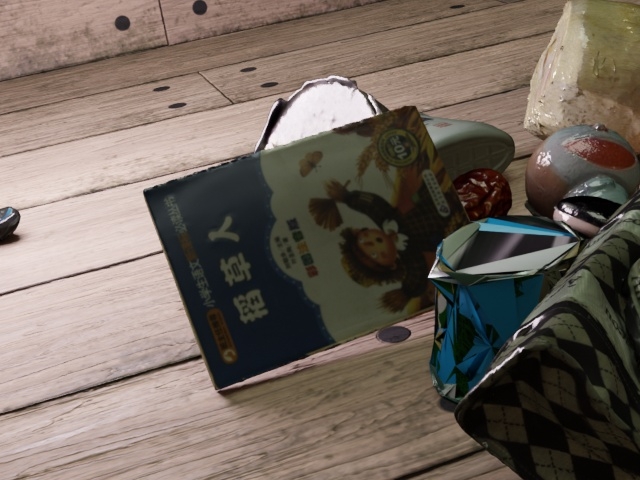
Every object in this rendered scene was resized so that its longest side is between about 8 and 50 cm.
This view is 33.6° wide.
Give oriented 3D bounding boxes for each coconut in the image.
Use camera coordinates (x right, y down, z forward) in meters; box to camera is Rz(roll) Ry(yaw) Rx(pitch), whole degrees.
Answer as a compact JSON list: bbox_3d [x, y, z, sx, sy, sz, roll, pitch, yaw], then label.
[{"bbox_3d":[0.532,-0.292,1.945,0.254,0.297,0.297,19,26,-1],"label":"coconut"}]

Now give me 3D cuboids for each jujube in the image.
[{"bbox_3d":[0.233,-0.048,1.714,0.176,0.112,0.109,-32,33,-35],"label":"jujube"}]

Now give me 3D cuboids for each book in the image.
[{"bbox_3d":[0.000,0.000,1.486,0.428,0.300,0.039,-20,-13,-15],"label":"book"}]

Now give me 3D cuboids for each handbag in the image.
[{"bbox_3d":[0.355,0.147,1.062,0.317,0.180,0.416,44,40,8],"label":"handbag"}]

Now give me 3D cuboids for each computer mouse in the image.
[{"bbox_3d":[-0.626,-0.023,2.020,0.135,0.047,0.079,-9,29,20],"label":"computer mouse"}]

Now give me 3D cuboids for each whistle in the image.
[{"bbox_3d":[0.421,-0.063,1.621,0.189,0.189,0.348,-8,38,1],"label":"whistle"}]

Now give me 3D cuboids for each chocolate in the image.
[{"bbox_3d":[0.058,-0.103,1.735,0.303,0.303,0.213,17,2,45],"label":"chocolate"}]

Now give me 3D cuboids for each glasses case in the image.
[{"bbox_3d":[0.441,0.004,1.425,0.314,0.075,0.122,15,12,-35],"label":"glasses case"}]

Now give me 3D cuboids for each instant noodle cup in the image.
[{"bbox_3d":[0.242,0.082,1.335,0.240,0.178,0.240,-8,24,3],"label":"instant noodle cup"}]

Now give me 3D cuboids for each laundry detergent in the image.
[{"bbox_3d":[0.155,-0.181,2.032,0.264,0.125,0.398,-22,25,-26],"label":"laundry detergent"}]
